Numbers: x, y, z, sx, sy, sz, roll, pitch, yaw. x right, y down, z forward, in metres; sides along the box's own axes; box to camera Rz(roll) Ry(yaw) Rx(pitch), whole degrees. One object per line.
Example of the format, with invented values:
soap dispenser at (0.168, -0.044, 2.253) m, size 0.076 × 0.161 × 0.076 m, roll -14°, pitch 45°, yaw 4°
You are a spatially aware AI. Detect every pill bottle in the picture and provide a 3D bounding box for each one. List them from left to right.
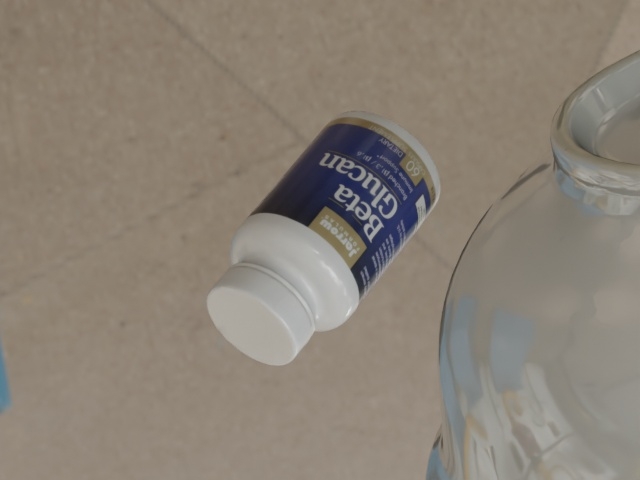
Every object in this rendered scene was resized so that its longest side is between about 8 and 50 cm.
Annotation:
pill bottle at (0.000, 0.000, 1.148) m, size 0.169 × 0.094 × 0.094 m, roll -51°, pitch 169°, yaw -32°

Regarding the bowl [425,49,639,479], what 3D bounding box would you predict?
bowl at (0.161, 0.005, 0.594) m, size 0.298 × 0.298 × 0.134 m, roll -18°, pitch 112°, yaw 2°
